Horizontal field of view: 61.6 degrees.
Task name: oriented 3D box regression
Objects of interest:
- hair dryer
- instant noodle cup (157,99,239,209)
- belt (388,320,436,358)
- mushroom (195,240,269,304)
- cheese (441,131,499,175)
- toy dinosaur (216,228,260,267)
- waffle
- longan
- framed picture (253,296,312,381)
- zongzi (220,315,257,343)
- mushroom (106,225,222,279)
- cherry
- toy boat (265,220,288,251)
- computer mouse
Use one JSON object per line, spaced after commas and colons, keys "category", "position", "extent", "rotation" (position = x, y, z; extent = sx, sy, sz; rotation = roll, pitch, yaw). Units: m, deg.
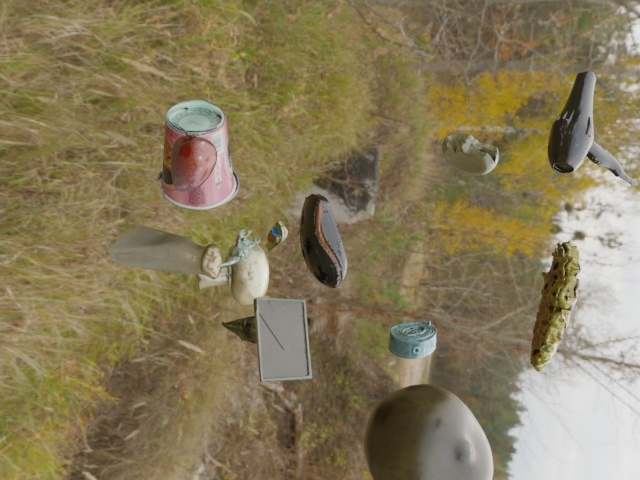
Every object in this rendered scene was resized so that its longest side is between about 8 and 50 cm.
{"category": "hair dryer", "position": [0.795, -0.273, 1.524], "extent": [0.120, 0.359, 0.304], "rotation": [-15, -131, 60]}
{"category": "instant noodle cup", "position": [-0.353, -0.255, 1.547], "extent": [0.255, 0.243, 0.244], "rotation": [99, 9, -47]}
{"category": "belt", "position": [0.299, 0.324, 1.736], "extent": [0.148, 0.162, 0.082], "rotation": [-117, -153, -70]}
{"category": "mushroom", "position": [-0.405, 0.159, 2.479], "extent": [0.314, 0.336, 0.315], "rotation": [170, -90, -78]}
{"category": "cheese", "position": [0.552, -0.310, 1.943], "extent": [0.091, 0.202, 0.175], "rotation": [-54, 136, -14]}
{"category": "toy dinosaur", "position": [-0.270, 0.048, 1.746], "extent": [0.242, 0.053, 0.167], "rotation": [-55, 173, -47]}
{"category": "waffle", "position": [0.450, 0.129, 1.041], "extent": [0.254, 0.052, 0.245], "rotation": [60, 47, -65]}
{"category": "longan", "position": [0.299, 0.581, 1.483], "extent": [0.361, 0.360, 0.361], "rotation": [6, 90, -74]}
{"category": "framed picture", "position": [-0.115, 0.307, 1.683], "extent": [0.189, 0.023, 0.260], "rotation": [5, 70, -34]}
{"category": "zongzi", "position": [-0.220, 0.330, 2.047], "extent": [0.221, 0.242, 0.112], "rotation": [0, 94, -56]}
{"category": "mushroom", "position": [-0.542, 0.043, 1.913], "extent": [0.154, 0.407, 0.138], "rotation": [-63, 160, -61]}
{"category": "cherry", "position": [-0.267, -0.169, 1.124], "extent": [0.086, 0.106, 0.126], "rotation": [-5, 131, -36]}
{"category": "toy boat", "position": [-0.175, -0.016, 2.093], "extent": [0.065, 0.066, 0.172], "rotation": [61, -33, 21]}
{"category": "computer mouse", "position": [-0.005, 0.001, 1.762], "extent": [0.183, 0.116, 0.323], "rotation": [133, -56, -62]}
